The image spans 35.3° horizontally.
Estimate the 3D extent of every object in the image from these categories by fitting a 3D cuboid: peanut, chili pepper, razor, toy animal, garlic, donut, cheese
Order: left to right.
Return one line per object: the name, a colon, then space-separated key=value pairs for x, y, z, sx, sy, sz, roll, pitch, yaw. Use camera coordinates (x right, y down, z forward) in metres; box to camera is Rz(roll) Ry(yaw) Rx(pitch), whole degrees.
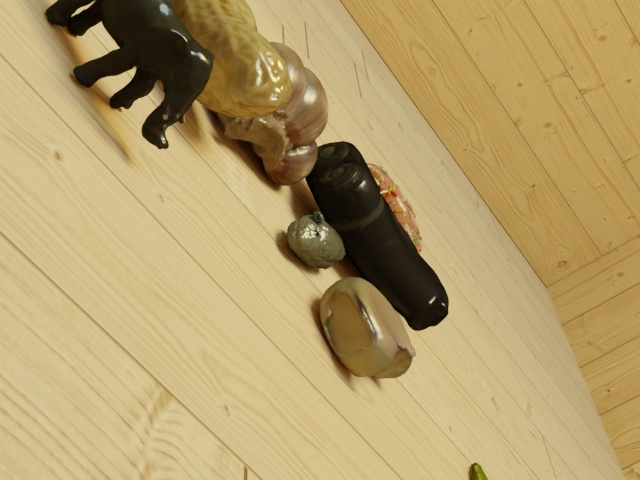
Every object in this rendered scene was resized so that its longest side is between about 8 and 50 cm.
toy animal: x=-0.216 y=-0.227 z=1.168 sx=0.245 sy=0.146 sz=0.114 roll=59 pitch=15 yaw=-1
peanut: x=-0.145 y=-0.280 z=1.441 sx=0.153 sy=0.140 sz=0.325 roll=1 pitch=40 yaw=-42
garlic: x=-0.062 y=-0.202 z=1.568 sx=0.214 sy=0.160 sz=0.191 roll=40 pitch=29 yaw=-40
toy animal: x=0.008 y=0.006 z=1.565 sx=0.253 sy=0.070 sz=0.079 roll=13 pitch=64 yaw=-72
razor: x=0.094 y=-0.003 z=1.720 sx=0.349 sy=0.113 sz=0.204 roll=55 pitch=5 yaw=-27
cheese: x=0.091 y=0.144 z=1.523 sx=0.286 sy=0.082 sz=0.163 roll=30 pitch=33 yaw=-61
donut: x=0.133 y=-0.047 z=2.000 sx=0.199 sy=0.085 sz=0.233 roll=30 pitch=34 yaw=-61
chili pepper: x=0.268 y=0.421 z=1.611 sx=0.049 sy=0.043 sz=0.208 roll=34 pitch=25 yaw=-27
